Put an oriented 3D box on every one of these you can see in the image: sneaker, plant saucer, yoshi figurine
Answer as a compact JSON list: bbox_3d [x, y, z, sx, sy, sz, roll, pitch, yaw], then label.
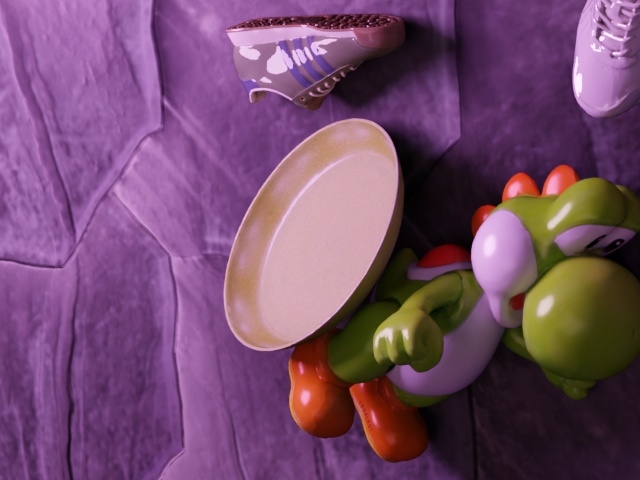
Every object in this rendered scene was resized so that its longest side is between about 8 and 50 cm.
[{"bbox_3d":[0.254,-0.207,1.451,0.090,0.115,0.232,28,115,24],"label":"sneaker"},{"bbox_3d":[0.000,0.000,1.642,0.241,0.037,0.241,-34,40,34],"label":"plant saucer"},{"bbox_3d":[0.000,-0.167,1.660,0.192,0.064,0.086,3,111,32],"label":"sneaker"},{"bbox_3d":[0.150,0.092,1.560,0.362,0.203,0.203,-38,96,31],"label":"yoshi figurine"}]
